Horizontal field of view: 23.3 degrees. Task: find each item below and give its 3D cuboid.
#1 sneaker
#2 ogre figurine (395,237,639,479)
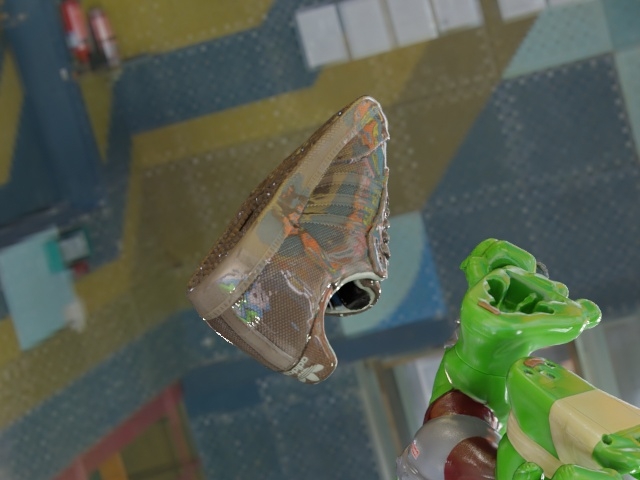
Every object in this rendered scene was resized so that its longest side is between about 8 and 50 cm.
[{"bbox_3d":[0.000,0.000,0.720,0.066,0.071,0.188,-37,-170,36],"label":"sneaker"},{"bbox_3d":[0.056,0.084,0.516,0.097,0.118,0.197,10,-156,-27],"label":"ogre figurine"}]
